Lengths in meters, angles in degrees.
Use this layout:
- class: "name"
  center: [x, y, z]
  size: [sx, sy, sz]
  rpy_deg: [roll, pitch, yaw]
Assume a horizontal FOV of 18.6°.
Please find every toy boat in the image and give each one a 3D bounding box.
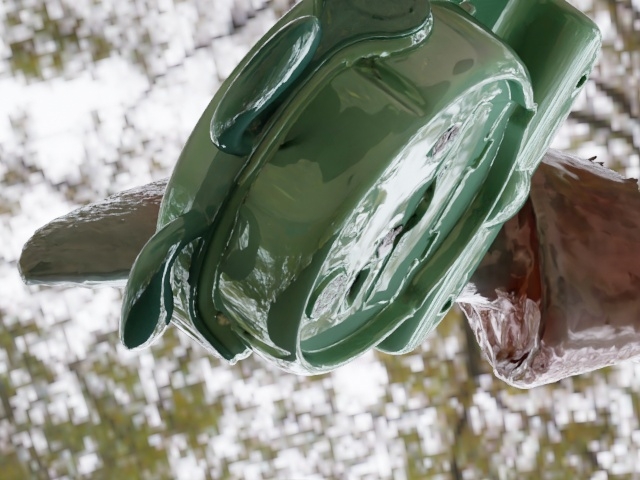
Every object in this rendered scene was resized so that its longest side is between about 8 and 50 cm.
- class: "toy boat"
  center: [0.000, 0.000, 0.849]
  size: [0.282, 0.096, 0.206]
  rpy_deg: [-2, -152, -21]

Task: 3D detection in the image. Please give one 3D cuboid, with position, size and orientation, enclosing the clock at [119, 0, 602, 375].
- class: "clock"
  center: [0.009, -0.019, 0.637]
  size: [0.060, 0.148, 0.188]
  rpy_deg: [38, -155, 20]
